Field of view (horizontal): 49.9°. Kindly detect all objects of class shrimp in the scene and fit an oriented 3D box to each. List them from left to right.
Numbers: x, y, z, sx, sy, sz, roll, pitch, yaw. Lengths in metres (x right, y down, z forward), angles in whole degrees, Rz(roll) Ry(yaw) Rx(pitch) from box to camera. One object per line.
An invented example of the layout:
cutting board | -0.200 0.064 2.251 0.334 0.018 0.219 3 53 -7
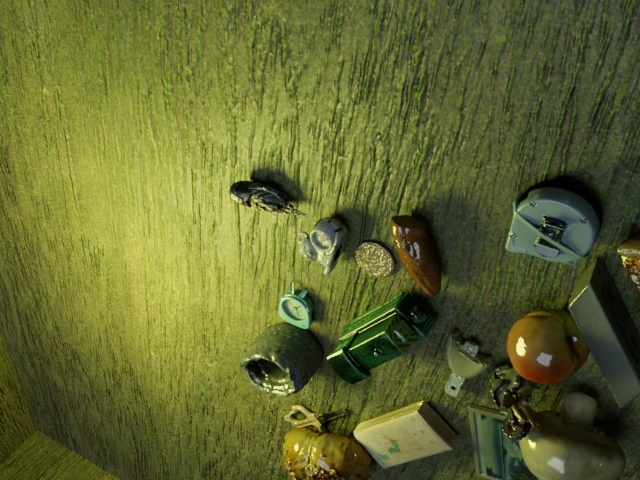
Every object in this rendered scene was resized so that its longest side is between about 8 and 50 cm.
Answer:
shrimp | -0.135 -0.107 1.836 0.233 0.079 0.090 21 139 12

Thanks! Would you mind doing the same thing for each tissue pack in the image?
tissue pack | 0.260 0.610 2.152 0.170 0.071 0.325 48 136 -5

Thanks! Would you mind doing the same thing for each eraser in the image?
eraser | 0.643 0.205 1.525 0.077 0.111 0.352 -17 113 40

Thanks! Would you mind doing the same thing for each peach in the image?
peach | 0.523 0.247 1.595 0.184 0.184 0.184 19 133 21

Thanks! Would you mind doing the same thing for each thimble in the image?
thimble | -0.127 0.374 2.157 0.237 0.172 0.205 9 126 31

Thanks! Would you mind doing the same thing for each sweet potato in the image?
sweet potato | 0.243 0.038 1.683 0.097 0.097 0.251 -6 124 38

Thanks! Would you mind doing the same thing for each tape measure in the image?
tape measure | 0.489 -0.037 1.439 0.182 0.107 0.180 17 139 27

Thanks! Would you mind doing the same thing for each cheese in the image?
cheese | 0.380 0.346 1.866 0.127 0.049 0.235 25 134 14

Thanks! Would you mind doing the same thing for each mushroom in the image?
mushroom | 0.628 0.490 1.706 0.254 0.260 0.234 19 96 28

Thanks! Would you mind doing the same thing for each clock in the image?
clock | -0.069 0.192 2.057 0.108 0.045 0.147 21 133 18
clock | 0.000 0.000 1.826 0.117 0.080 0.176 30 138 12

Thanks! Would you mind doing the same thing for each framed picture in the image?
framed picture | 0.550 0.610 1.986 0.232 0.024 0.314 9 128 31

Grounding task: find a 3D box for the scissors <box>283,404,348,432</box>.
scissors | -0.006 0.616 2.377 0.160 0.024 0.318 50 137 -9

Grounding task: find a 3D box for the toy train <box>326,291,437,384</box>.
toy train | 0.159 0.272 1.868 0.138 0.178 0.330 46 138 -5

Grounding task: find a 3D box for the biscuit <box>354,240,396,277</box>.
biscuit | 0.143 0.051 1.814 0.120 0.015 0.120 19 133 22

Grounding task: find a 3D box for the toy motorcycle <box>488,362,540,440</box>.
toy motorcycle | 0.494 0.383 1.715 0.130 0.229 0.094 -30 123 21

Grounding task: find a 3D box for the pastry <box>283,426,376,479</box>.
pastry | 0.018 0.749 2.300 0.316 0.184 0.284 7 153 25

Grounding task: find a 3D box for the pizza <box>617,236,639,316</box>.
pizza | 0.736 0.114 1.399 0.336 0.086 0.226 32 141 4
